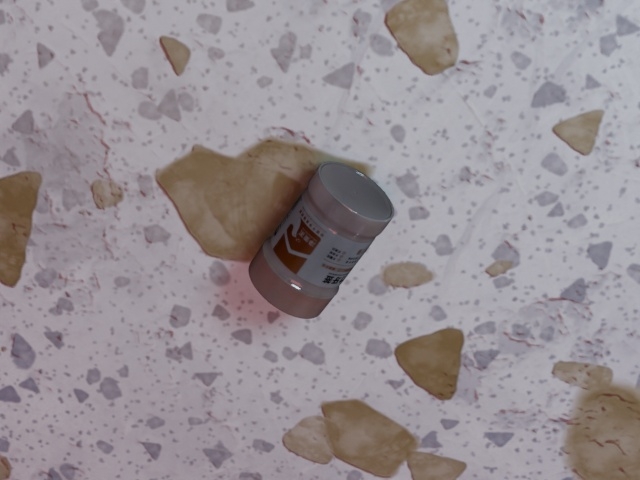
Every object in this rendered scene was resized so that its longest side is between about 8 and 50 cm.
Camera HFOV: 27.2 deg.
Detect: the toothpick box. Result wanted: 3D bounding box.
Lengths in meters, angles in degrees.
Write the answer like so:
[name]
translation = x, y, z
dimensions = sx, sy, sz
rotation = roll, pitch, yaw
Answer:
[toothpick box]
translation = 0.000, 0.000, 1.435
dimensions = 0.098, 0.098, 0.149
rotation = 31, 117, -11
